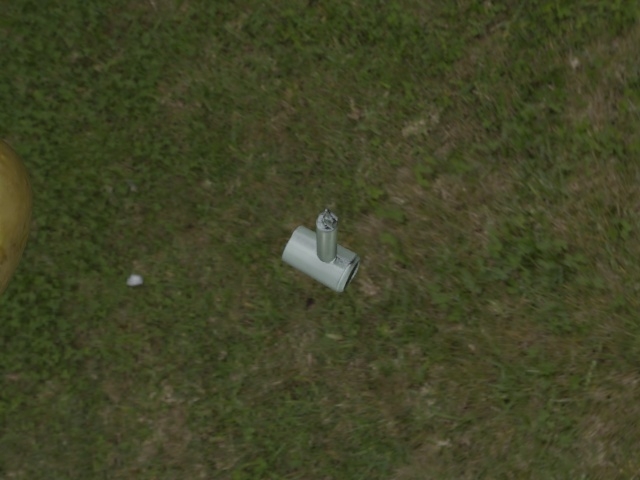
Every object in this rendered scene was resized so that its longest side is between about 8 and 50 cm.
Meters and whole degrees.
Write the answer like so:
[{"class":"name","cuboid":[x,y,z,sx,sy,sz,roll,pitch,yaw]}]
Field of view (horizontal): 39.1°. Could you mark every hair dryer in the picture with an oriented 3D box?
[{"class":"hair dryer","cuboid":[0.000,0.000,0.753,0.063,0.124,0.038,28,70,11]}]

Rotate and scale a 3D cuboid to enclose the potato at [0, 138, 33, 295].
[{"class":"potato","cuboid":[-0.371,-0.014,0.798,0.285,0.243,0.242,18,90,55]}]
